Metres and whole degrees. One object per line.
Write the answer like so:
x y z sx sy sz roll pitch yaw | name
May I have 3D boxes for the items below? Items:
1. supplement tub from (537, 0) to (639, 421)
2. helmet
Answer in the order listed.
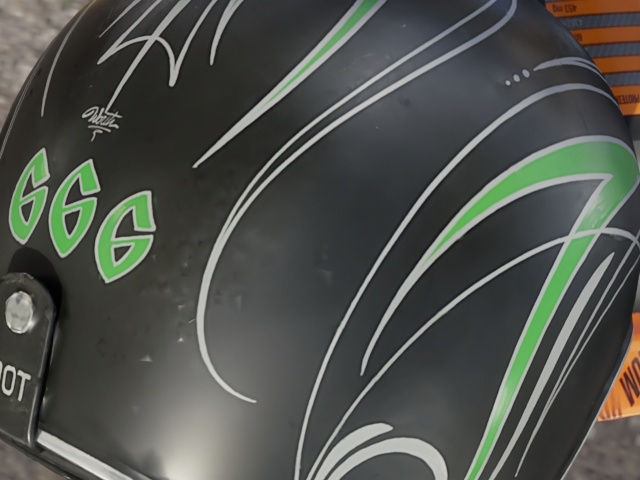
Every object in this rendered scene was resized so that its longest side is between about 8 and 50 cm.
0.040 -0.098 0.695 0.207 0.207 0.338 -4 82 -39 | supplement tub
0.000 0.000 0.487 0.169 0.169 0.161 37 77 -39 | helmet
